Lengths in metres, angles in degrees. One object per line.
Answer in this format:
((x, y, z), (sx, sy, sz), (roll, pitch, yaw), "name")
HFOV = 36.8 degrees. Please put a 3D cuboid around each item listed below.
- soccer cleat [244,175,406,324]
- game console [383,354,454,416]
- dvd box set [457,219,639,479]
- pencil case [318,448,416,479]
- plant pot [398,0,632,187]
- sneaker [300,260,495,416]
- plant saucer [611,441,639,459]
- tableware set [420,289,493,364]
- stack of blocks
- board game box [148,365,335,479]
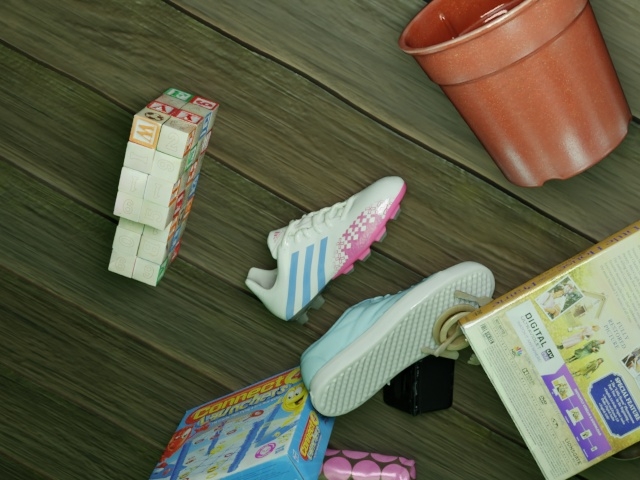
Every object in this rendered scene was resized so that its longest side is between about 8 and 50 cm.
((0.000, 0.000, 1.579), (0.143, 0.116, 0.331), (38, 115, -7), "soccer cleat")
((0.174, 0.242, 1.709), (0.107, 0.071, 0.122), (17, 119, 36), "game console")
((0.470, 0.156, 1.506), (0.420, 0.062, 0.307), (-30, 98, 5), "dvd box set")
((0.069, 0.442, 1.776), (0.209, 0.095, 0.098), (8, 130, 10), "pencil case")
((0.293, -0.237, 1.354), (0.272, 0.272, 0.265), (-27, 114, 20), "plant pot")
((0.113, 0.131, 1.612), (0.366, 0.150, 0.135), (-34, 131, -1), "sneaker")
((0.526, 0.288, 1.619), (0.168, 0.029, 0.168), (-6, 108, -20), "plant saucer")
((0.270, 0.159, 1.582), (0.194, 0.039, 0.128), (15, 113, -31), "tableware set")
((-0.264, -0.080, 1.565), (0.087, 0.171, 0.297), (20, 116, 2), "stack of blocks")
((-0.133, 0.359, 1.659), (0.308, 0.302, 0.086), (-24, 106, 19), "board game box")
